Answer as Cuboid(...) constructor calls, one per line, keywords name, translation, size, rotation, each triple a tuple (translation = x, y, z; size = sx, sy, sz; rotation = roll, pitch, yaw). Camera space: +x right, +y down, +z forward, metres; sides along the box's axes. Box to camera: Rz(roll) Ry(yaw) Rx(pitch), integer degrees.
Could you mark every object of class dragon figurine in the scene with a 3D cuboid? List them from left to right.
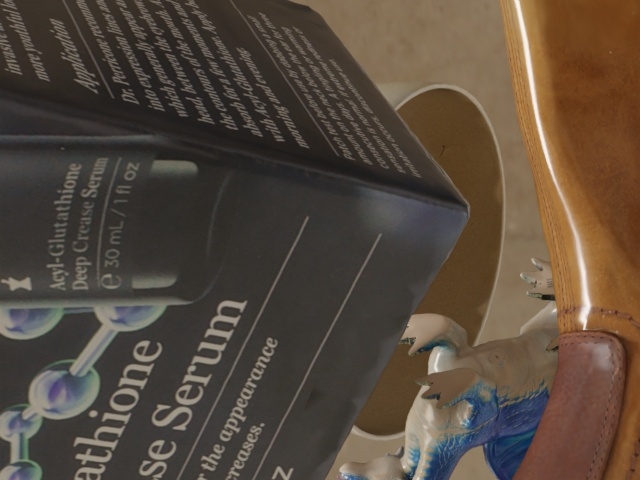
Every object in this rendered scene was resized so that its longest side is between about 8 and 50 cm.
Cuboid(name="dragon figurine", translation=(0.129, 0.095, 1.092), size=(0.289, 0.085, 0.144), rotation=(-23, 138, -5))

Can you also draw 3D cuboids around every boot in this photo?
Cuboid(name="boot", translation=(0.084, 0.033, 0.605), size=(0.264, 0.096, 0.280), rotation=(-4, 88, -9))

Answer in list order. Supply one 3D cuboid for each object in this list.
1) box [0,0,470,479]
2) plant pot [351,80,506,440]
Cuboid(name="box", translation=(-0.188, 0.014, 0.808), size=(0.395, 0.212, 0.293), rotation=(13, 116, -29))
Cuboid(name="plant pot", translation=(0.000, 0.000, 1.455), size=(0.191, 0.284, 0.284), rotation=(13, 139, 31))
